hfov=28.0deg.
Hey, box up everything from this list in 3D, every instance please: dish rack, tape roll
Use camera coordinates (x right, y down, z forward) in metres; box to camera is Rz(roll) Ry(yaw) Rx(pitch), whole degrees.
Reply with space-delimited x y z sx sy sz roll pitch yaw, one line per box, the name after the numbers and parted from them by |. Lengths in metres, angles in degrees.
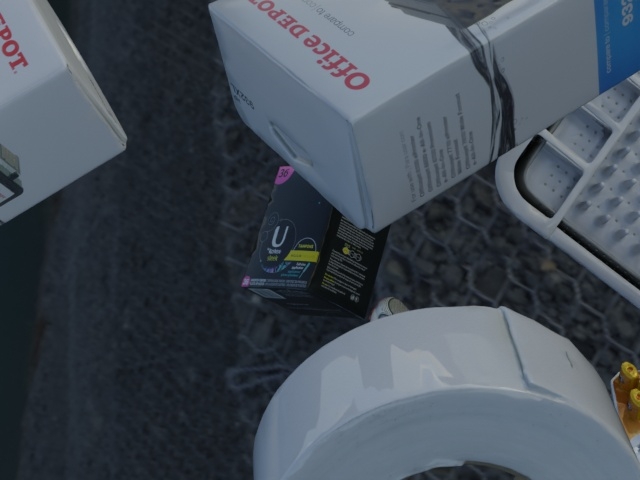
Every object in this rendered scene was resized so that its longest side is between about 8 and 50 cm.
0.370 -0.061 1.353 0.333 0.072 0.285 37 78 1 | dish rack
0.092 0.188 0.945 0.286 0.286 0.100 -41 25 19 | tape roll

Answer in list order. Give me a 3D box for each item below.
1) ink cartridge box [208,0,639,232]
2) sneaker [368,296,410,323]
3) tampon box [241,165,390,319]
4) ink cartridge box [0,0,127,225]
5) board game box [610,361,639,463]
0.095 -0.176 1.092 0.307 0.129 0.223 -32 47 -16 | ink cartridge box
0.135 0.119 1.282 0.225 0.088 0.092 40 108 41 | sneaker
0.000 0.000 1.528 0.120 0.101 0.161 -1 68 47 | tampon box
-0.310 -0.090 0.942 0.273 0.115 0.198 -32 58 -3 | ink cartridge box
0.580 0.310 1.572 0.390 0.050 0.390 -4 53 4 | board game box
